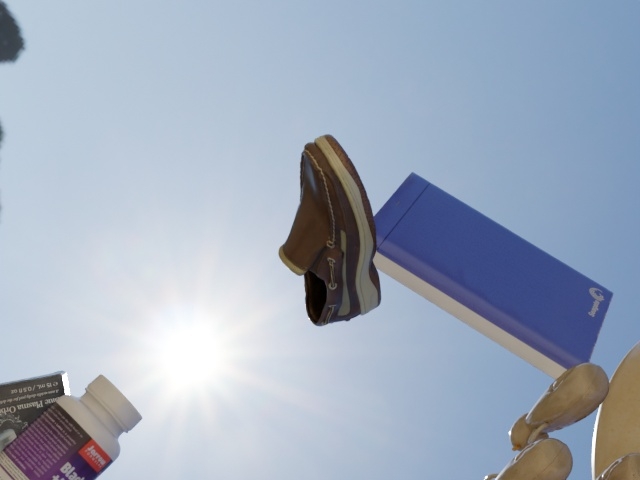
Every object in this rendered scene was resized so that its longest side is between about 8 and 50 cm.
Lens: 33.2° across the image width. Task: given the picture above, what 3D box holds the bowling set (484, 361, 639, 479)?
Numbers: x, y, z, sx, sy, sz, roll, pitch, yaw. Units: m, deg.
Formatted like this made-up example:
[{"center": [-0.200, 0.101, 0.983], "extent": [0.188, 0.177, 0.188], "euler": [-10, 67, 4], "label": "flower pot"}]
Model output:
[{"center": [0.242, 0.281, 1.041], "extent": [0.287, 0.200, 0.154], "euler": [-42, 170, -40], "label": "bowling set"}]

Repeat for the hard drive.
[{"center": [0.216, 0.042, 1.389], "extent": [0.210, 0.318, 0.040], "euler": [-47, 167, -55], "label": "hard drive"}]

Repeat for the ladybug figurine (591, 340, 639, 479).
[{"center": [0.492, 0.253, 1.325], "extent": [0.161, 0.449, 0.305], "euler": [-13, -86, 41], "label": "ladybug figurine"}]

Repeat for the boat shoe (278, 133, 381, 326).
[{"center": [0.004, 0.005, 1.143], "extent": [0.095, 0.258, 0.095], "euler": [-25, -135, -12], "label": "boat shoe"}]

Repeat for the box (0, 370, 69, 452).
[{"center": [-0.419, 0.273, 1.488], "extent": [0.093, 0.155, 0.158], "euler": [161, -82, -78], "label": "box"}]

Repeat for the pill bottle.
[{"center": [-0.320, 0.263, 1.343], "extent": [0.193, 0.108, 0.108], "euler": [-44, -150, -17], "label": "pill bottle"}]
